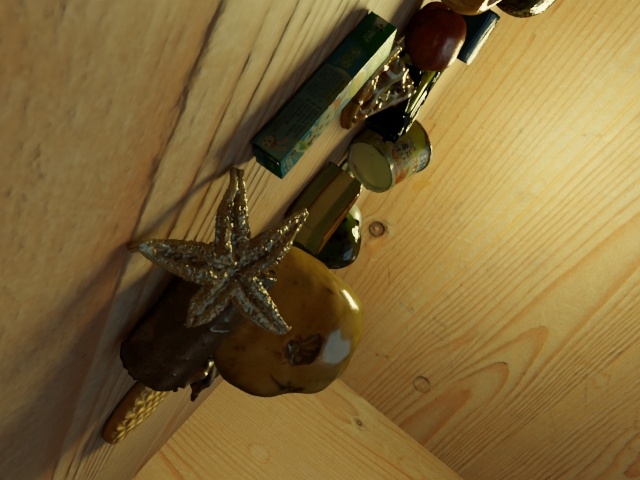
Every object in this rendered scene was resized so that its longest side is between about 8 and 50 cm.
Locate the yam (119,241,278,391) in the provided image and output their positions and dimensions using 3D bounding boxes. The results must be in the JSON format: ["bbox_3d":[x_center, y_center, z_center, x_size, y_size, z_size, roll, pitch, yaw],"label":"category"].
[{"bbox_3d":[-0.186,0.110,0.675,0.238,0.128,0.129,-47,-151,5],"label":"yam"}]

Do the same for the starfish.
[{"bbox_3d":[-0.097,0.026,0.584,0.295,0.048,0.231,45,68,-41],"label":"starfish"}]

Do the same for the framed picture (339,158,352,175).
[{"bbox_3d":[0.090,-0.230,1.361,0.173,0.010,0.231,-50,175,-19],"label":"framed picture"}]

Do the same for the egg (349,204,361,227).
[{"bbox_3d":[0.047,-0.050,1.441,0.209,0.151,0.151,-50,178,41],"label":"egg"}]

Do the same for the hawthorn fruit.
[{"bbox_3d":[0.221,-0.395,0.842,0.128,0.128,0.128,-51,175,-7],"label":"hawthorn fruit"}]

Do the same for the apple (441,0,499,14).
[{"bbox_3d":[0.273,-0.462,0.739,0.146,0.147,0.146,-51,175,-7],"label":"apple"}]

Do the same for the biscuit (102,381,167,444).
[{"bbox_3d":[-0.406,0.372,0.999,0.308,0.040,0.204,-56,173,35],"label":"biscuit"}]

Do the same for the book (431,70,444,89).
[{"bbox_3d":[0.391,-0.588,1.407,0.370,0.043,0.260,-54,172,8],"label":"book"}]

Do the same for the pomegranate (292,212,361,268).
[{"bbox_3d":[0.000,0.000,1.244,0.248,0.202,0.202,-26,178,7],"label":"pomegranate"}]

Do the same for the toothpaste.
[{"bbox_3d":[0.007,-0.205,0.612,0.266,0.050,0.065,-51,172,-13],"label":"toothpaste"}]

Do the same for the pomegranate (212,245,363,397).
[{"bbox_3d":[-0.078,0.160,0.907,0.332,0.333,0.332,-51,175,-7],"label":"pomegranate"}]

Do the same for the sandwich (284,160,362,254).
[{"bbox_3d":[0.005,-0.079,1.096,0.187,0.117,0.144,-53,178,-14],"label":"sandwich"}]

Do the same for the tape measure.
[{"bbox_3d":[0.177,-0.322,0.977,0.186,0.112,0.199,-57,172,-30],"label":"tape measure"}]

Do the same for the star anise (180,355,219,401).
[{"bbox_3d":[-0.302,0.310,1.226,0.288,0.088,0.288,-61,169,-21],"label":"star anise"}]

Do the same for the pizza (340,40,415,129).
[{"bbox_3d":[0.119,-0.277,0.824,0.176,0.036,0.184,0,141,-47],"label":"pizza"}]

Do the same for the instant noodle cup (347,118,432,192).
[{"bbox_3d":[0.175,-0.236,1.178,0.153,0.205,0.205,-38,168,-28],"label":"instant noodle cup"}]

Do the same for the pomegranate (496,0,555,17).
[{"bbox_3d":[0.442,-0.616,1.006,0.248,0.214,0.214,-5,-148,42],"label":"pomegranate"}]

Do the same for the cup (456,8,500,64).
[{"bbox_3d":[0.407,-0.589,1.211,0.138,0.114,0.150,-57,-158,32],"label":"cup"}]
